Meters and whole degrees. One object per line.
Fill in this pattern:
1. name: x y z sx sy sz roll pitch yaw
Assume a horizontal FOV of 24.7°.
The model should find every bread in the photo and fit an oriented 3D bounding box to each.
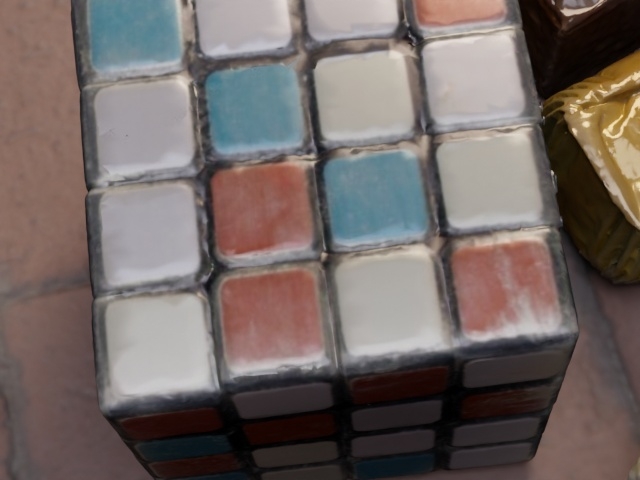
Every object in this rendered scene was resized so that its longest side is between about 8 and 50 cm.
1. bread: 0.287 -0.085 0.975 0.288 0.119 0.153 -26 73 -6

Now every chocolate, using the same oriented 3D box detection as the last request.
1. chocolate: 0.270 -0.231 1.036 0.321 0.112 0.112 -29 73 -8

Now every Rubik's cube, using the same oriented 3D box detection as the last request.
1. Rubik's cube: 0.000 0.000 0.882 0.253 0.256 0.259 -5 68 0

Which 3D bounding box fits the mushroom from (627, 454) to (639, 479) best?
1. mushroom: 0.337 0.170 0.862 0.328 0.159 0.122 17 115 6
